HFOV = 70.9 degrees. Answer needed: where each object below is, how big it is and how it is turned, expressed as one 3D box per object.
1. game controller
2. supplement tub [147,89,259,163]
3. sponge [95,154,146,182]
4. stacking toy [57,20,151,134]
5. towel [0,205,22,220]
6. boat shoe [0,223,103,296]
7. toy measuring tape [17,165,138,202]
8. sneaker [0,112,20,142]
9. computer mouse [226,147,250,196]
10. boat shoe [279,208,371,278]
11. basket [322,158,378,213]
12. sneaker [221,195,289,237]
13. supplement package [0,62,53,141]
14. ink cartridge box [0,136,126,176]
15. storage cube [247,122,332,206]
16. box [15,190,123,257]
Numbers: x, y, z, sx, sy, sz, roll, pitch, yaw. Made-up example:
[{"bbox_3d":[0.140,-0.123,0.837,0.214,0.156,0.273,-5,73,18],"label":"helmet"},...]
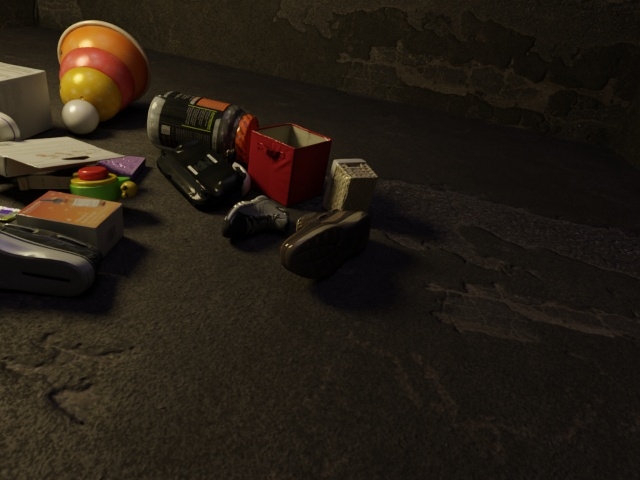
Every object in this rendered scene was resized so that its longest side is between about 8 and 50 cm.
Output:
[{"bbox_3d":[-0.368,-0.208,1.355,0.166,0.067,0.319,-30,51,-25],"label":"game controller"},{"bbox_3d":[-0.397,-0.383,1.551,0.338,0.207,0.207,15,30,6],"label":"supplement tub"},{"bbox_3d":[-0.614,-0.209,1.351,0.117,0.031,0.210,7,30,-7],"label":"sponge"},{"bbox_3d":[-0.853,-0.568,1.683,0.350,0.350,0.480,5,45,-11],"label":"stacking toy"},{"bbox_3d":[-0.767,-0.066,1.073,0.083,0.009,0.060,12,29,2],"label":"towel"},{"bbox_3d":[-0.606,0.027,0.884,0.335,0.121,0.119,18,20,-10],"label":"boat shoe"},{"bbox_3d":[-0.633,-0.131,1.141,0.330,0.121,0.121,3,29,2],"label":"toy measuring tape"},{"bbox_3d":[-0.960,-0.267,1.186,0.282,0.102,0.161,-1,35,7],"label":"sneaker"},{"bbox_3d":[-0.255,-0.207,1.421,0.042,0.106,0.193,-11,44,-22],"label":"computer mouse"},{"bbox_3d":[0.000,0.000,1.127,0.130,0.132,0.355,16,20,29],"label":"boat shoe"},{"bbox_3d":[0.090,-0.150,1.357,0.113,0.167,0.103,-6,38,-28],"label":"basket"},{"bbox_3d":[-0.151,-0.053,1.187,0.132,0.086,0.228,22,30,14],"label":"sneaker"},{"bbox_3d":[-1.042,-0.440,1.435,0.198,0.199,0.262,12,29,2],"label":"supplement package"},{"bbox_3d":[-0.715,-0.217,1.209,0.239,0.060,0.275,20,23,17],"label":"ink cartridge box"},{"bbox_3d":[-0.103,-0.245,1.426,0.183,0.193,0.215,28,34,27],"label":"storage cube"},{"bbox_3d":[-0.553,-0.033,1.007,0.170,0.091,0.130,10,30,-3],"label":"box"}]
